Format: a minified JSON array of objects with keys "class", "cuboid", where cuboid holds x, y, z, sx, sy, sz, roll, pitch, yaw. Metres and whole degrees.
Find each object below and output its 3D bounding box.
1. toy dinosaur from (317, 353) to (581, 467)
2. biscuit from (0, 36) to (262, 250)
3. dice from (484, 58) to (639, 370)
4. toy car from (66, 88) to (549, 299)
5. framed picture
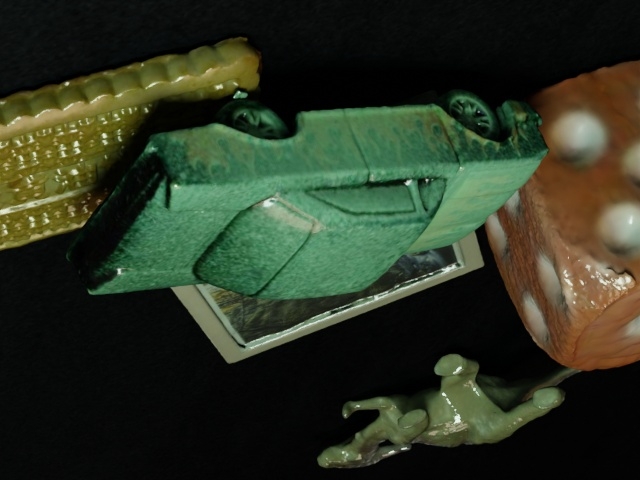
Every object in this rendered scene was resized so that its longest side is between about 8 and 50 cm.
[{"class":"toy dinosaur","cuboid":[0.131,0.168,1.820,0.294,0.077,0.162,-10,163,11]},{"class":"biscuit","cuboid":[-0.155,-0.049,1.149,0.254,0.029,0.172,-17,156,-11]},{"class":"dice","cuboid":[0.223,-0.019,1.350,0.175,0.179,0.174,-21,157,-10]},{"class":"toy car","cuboid":[0.001,-0.022,1.184,0.320,0.097,0.141,-7,152,-37]},{"class":"framed picture","cuboid":[0.000,0.000,1.398,0.240,0.020,0.324,-20,157,1]}]
